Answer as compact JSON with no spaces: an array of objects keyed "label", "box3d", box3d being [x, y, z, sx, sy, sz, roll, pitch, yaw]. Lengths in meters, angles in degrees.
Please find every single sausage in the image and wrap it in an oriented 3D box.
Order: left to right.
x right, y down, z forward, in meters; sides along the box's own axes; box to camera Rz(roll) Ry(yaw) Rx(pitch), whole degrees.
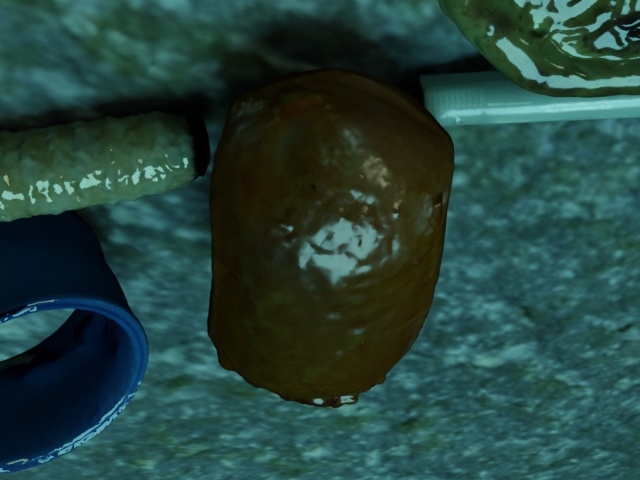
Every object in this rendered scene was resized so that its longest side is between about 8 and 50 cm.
[{"label":"sausage","box3d":[0.001,0.000,0.744,0.141,0.153,0.268,5,147,-2]}]

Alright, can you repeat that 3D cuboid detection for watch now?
[{"label":"watch","box3d":[-0.225,0.061,0.777,0.200,0.171,0.196,-23,151,-11]}]

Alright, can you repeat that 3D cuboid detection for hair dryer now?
[{"label":"hair dryer","box3d":[0.167,-0.082,0.720,0.236,0.131,0.073,0,156,5]}]

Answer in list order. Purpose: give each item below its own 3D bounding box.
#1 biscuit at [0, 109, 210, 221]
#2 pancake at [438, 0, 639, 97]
[{"label":"biscuit","box3d":[-0.175,-0.040,0.706,0.219,0.061,0.055,-9,106,-9]},{"label":"pancake","box3d":[0.164,-0.165,0.611,0.211,0.029,0.235,11,133,-16]}]
